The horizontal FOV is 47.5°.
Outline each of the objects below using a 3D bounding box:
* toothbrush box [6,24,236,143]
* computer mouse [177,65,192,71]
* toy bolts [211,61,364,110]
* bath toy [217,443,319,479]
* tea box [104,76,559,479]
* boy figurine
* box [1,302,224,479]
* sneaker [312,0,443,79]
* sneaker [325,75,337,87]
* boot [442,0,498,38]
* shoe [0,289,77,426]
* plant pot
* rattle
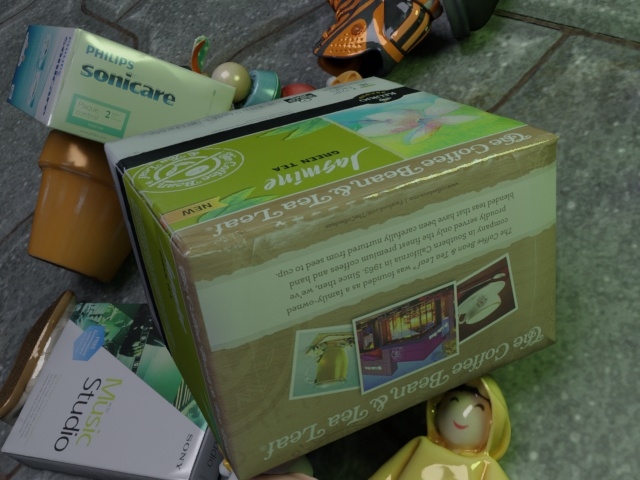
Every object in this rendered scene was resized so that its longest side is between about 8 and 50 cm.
[{"bbox_3d":[-0.283,-0.200,1.000,0.295,0.216,0.126,25,98,54],"label":"toothbrush box"},{"bbox_3d":[-0.310,-0.205,1.311,0.272,0.072,0.188,-36,45,19],"label":"computer mouse"},{"bbox_3d":[-0.062,-0.189,1.029,0.218,0.158,0.228,-53,36,24],"label":"toy bolts"},{"bbox_3d":[-0.035,0.245,0.639,0.129,0.151,0.348,-27,26,8],"label":"bath toy"},{"bbox_3d":[0.000,0.000,0.712,0.329,0.220,0.323,-19,29,-20],"label":"tea box"},{"bbox_3d":[0.109,0.247,0.653,0.177,0.092,0.285,12,65,42],"label":"boy figurine"},{"bbox_3d":[-0.238,0.191,0.938,0.322,0.058,0.232,-2,53,29],"label":"box"},{"bbox_3d":[0.037,-0.361,1.160,0.180,0.124,0.321,-51,41,7],"label":"sneaker"},{"bbox_3d":[0.021,-0.193,1.099,0.061,0.053,0.152,-27,45,14],"label":"sneaker"},{"bbox_3d":[0.393,-0.489,1.065,0.445,0.146,0.367,-9,52,20],"label":"boot"},{"bbox_3d":[-0.406,0.172,1.067,0.076,0.058,0.219,-24,38,42],"label":"shoe"},{"bbox_3d":[-0.351,-0.042,1.118,0.205,0.205,0.188,11,76,37],"label":"plant pot"},{"bbox_3d":[-0.207,-0.208,1.141,0.143,0.199,0.130,-8,49,19],"label":"rattle"}]
